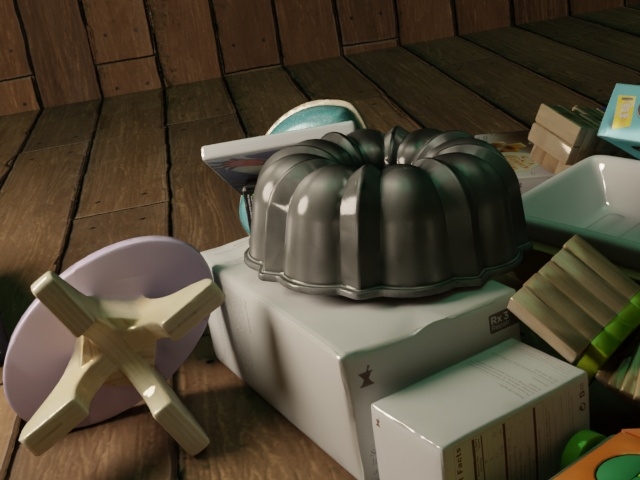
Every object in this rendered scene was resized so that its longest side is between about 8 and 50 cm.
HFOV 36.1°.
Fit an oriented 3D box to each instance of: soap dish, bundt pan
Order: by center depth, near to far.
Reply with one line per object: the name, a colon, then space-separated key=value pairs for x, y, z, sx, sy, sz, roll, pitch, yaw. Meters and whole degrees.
bundt pan: x=0.072 y=-0.049 z=1.109 sx=0.331 sy=0.124 sz=0.331 roll=-3 pitch=19 yaw=1
soap dish: x=0.396 y=-0.005 z=1.265 sx=0.229 sy=0.118 sz=0.291 roll=-29 pitch=28 yaw=-27

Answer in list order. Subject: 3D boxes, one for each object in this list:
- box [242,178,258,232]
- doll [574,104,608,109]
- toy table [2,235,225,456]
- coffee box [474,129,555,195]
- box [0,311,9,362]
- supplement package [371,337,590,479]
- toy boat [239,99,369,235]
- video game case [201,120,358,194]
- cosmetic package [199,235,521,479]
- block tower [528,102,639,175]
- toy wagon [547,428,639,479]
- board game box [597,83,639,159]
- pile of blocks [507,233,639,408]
box: x=0.000 y=0.000 z=1.343 sx=0.184 sy=0.190 sz=0.045 roll=-6 pitch=18 yaw=7
doll: x=0.595 y=-0.248 z=1.954 sx=0.189 sy=0.046 sz=0.129 roll=6 pitch=26 yaw=35
toy table: x=-0.225 y=0.121 z=1.082 sx=0.274 sy=0.252 sz=0.161 roll=-51 pitch=20 yaw=-1
coffee box: x=0.316 y=-0.097 z=1.594 sx=0.141 sy=0.098 sz=0.246 roll=-3 pitch=22 yaw=13
box: x=-0.645 y=0.090 z=1.390 sx=0.313 sy=0.178 sz=0.343 roll=-18 pitch=22 yaw=-25
supplement package: x=0.152 y=0.182 z=0.919 sx=0.179 sy=0.105 sz=0.105 roll=-20 pitch=25 yaw=-28
toy boat: x=0.029 y=-0.059 z=1.463 sx=0.318 sy=0.267 sz=0.148 roll=31 pitch=18 yaw=16
video game case: x=-0.037 y=-0.107 z=1.321 sx=0.201 sy=0.023 sz=0.183 roll=-8 pitch=-13 yaw=10
cosmetic package: x=0.031 y=0.099 z=1.124 sx=0.217 sy=0.156 sz=0.385 roll=-18 pitch=23 yaw=-22
block tower: x=0.470 y=-0.146 z=1.515 sx=0.336 sy=0.090 sz=0.097 roll=0 pitch=31 yaw=-33
toy wagon: x=0.303 y=0.225 z=0.795 sx=0.344 sy=0.068 sz=0.267 roll=-23 pitch=25 yaw=-33
board game box: x=0.570 y=-0.102 z=1.285 sx=0.336 sy=0.079 sz=0.254 roll=20 pitch=0 yaw=-38
pile of blocks: x=0.356 y=0.126 z=0.961 sx=0.362 sy=0.112 sz=0.149 roll=19 pitch=60 yaw=10
